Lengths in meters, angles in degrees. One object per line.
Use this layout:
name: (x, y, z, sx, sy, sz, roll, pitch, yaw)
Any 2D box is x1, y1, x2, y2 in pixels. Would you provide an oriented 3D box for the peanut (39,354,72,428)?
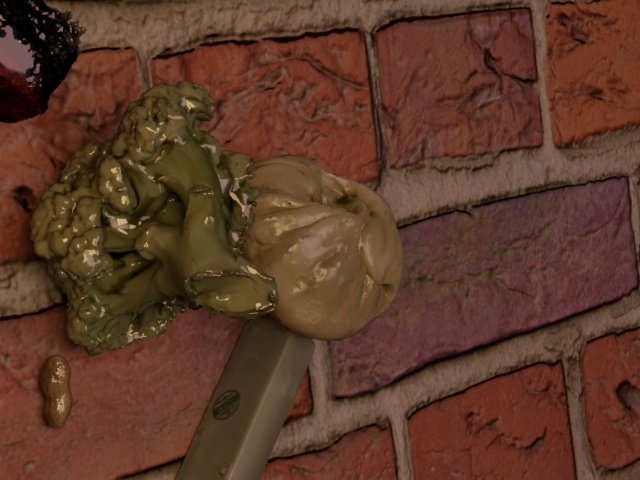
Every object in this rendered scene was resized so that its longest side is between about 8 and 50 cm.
peanut: (-0.296, 0.170, 1.877, 0.037, 0.037, 0.083, -7, 92, -46)

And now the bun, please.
bun: (0.000, 0.000, 2.062, 0.259, 0.160, 0.259, 24, 45, -26)

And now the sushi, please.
sushi: (-0.364, -0.232, 1.753, 0.225, 0.136, 0.126, 41, 58, -30)

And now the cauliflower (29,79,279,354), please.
cauliflower: (-0.189, -0.017, 1.839, 0.260, 0.281, 0.327, 10, 98, -14)

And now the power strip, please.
power strip: (-0.107, 0.251, 2.035, 0.062, 0.091, 0.385, 45, 58, -37)
